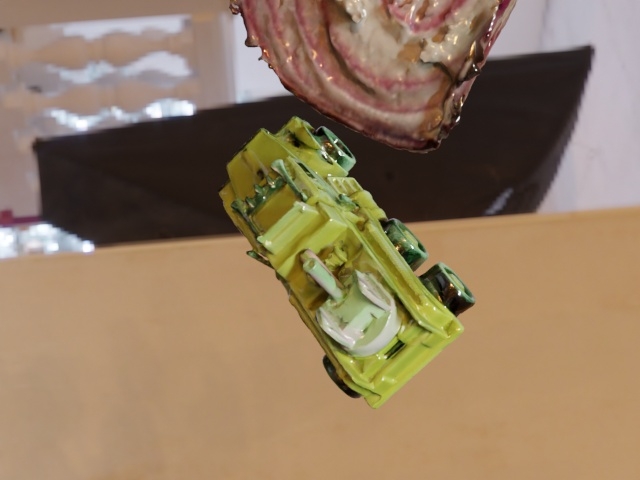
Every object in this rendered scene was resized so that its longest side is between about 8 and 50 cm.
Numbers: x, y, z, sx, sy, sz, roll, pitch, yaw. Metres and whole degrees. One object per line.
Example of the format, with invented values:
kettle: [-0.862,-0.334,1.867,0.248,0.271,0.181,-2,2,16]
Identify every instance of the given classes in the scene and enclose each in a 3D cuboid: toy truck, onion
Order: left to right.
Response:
toy truck: [0.000,-0.001,1.038,0.135,0.128,0.259,33,18,-49]
onion: [0.069,-0.267,1.130,0.146,0.280,0.314,-29,148,-60]
